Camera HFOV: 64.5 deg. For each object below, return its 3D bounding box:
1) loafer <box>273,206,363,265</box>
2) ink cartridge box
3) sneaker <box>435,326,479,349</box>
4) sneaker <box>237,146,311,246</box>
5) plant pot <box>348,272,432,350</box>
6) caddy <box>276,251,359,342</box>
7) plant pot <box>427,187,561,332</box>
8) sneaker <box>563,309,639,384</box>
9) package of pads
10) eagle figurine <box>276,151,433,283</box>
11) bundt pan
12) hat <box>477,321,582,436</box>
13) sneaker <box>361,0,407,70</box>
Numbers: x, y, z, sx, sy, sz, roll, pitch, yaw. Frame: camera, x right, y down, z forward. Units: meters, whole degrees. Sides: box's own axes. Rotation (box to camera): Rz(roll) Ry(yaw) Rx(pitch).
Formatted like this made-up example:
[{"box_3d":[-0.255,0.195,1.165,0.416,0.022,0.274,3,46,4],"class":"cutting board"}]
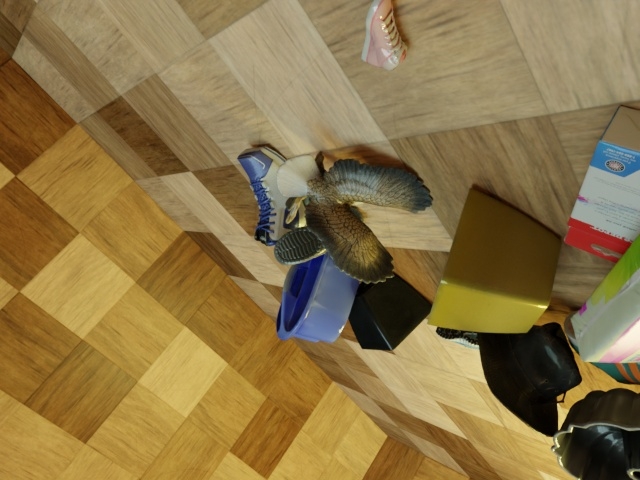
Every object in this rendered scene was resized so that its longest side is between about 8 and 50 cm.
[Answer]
[{"box_3d":[0.000,0.000,1.322,0.087,0.251,0.095,51,-163,-73],"class":"loafer"},{"box_3d":[0.442,-0.061,0.713,0.134,0.078,0.231,26,155,26],"class":"ink cartridge box"},{"box_3d":[0.402,0.279,1.441,0.162,0.063,0.073,16,152,42],"class":"sneaker"},{"box_3d":[-0.122,-0.088,1.367,0.127,0.182,0.316,3,139,52],"class":"sneaker"},{"box_3d":[0.177,0.196,1.482,0.167,0.188,0.187,53,156,-6],"class":"plant pot"},{"box_3d":[-0.021,0.139,1.481,0.179,0.342,0.241,25,161,-17],"class":"caddy"},{"box_3d":[0.334,0.063,0.971,0.187,0.212,0.212,18,153,13],"class":"plant pot"},{"box_3d":[0.626,0.226,0.964,0.302,0.108,0.121,21,154,52],"class":"sneaker"},{"box_3d":[0.531,0.091,0.727,0.228,0.101,0.297,-2,149,6],"class":"package of pads"},{"box_3d":[0.064,-0.080,1.116,0.298,0.225,0.226,37,150,31],"class":"eagle figurine"},{"box_3d":[0.641,0.411,0.996,0.330,0.124,0.331,23,141,19],"class":"bundt pan"},{"box_3d":[0.469,0.248,1.083,0.134,0.331,0.331,-33,110,35],"class":"hat"},{"box_3d":[0.105,-0.313,0.774,0.070,0.051,0.134,32,160,10],"class":"sneaker"}]
